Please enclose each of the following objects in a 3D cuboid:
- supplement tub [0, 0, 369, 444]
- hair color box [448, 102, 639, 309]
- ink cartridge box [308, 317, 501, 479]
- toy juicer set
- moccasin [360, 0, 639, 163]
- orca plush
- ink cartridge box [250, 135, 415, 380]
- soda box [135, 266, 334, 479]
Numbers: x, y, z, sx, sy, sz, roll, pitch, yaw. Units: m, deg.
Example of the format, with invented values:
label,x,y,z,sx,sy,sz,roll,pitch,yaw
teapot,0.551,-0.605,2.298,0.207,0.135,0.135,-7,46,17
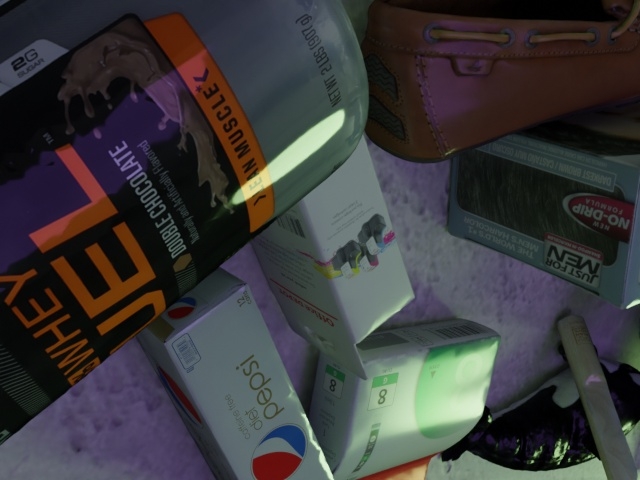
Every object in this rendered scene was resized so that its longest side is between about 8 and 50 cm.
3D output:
label,x,y,z,sx,sy,sz,roll,pitch,yaw
supplement tub,-0.159,-0.028,0.404,0.338,0.207,0.207,-40,127,-18
hair color box,0.315,-0.066,0.772,0.375,0.185,0.113,-15,117,-33
ink cartridge box,0.063,0.186,0.756,0.181,0.056,0.224,-4,108,-43
toy juicer set,0.354,0.067,0.838,0.329,0.209,0.089,-34,143,-1
moccasin,0.191,-0.183,0.675,0.380,0.139,0.146,-18,127,-22
orca plush,0.265,0.186,0.889,0.287,0.102,0.151,11,100,-40
ink cartridge box,0.000,0.000,0.606,0.062,0.104,0.181,-35,127,-22
soda box,-0.062,0.117,0.625,0.069,0.074,0.216,-35,126,-23
